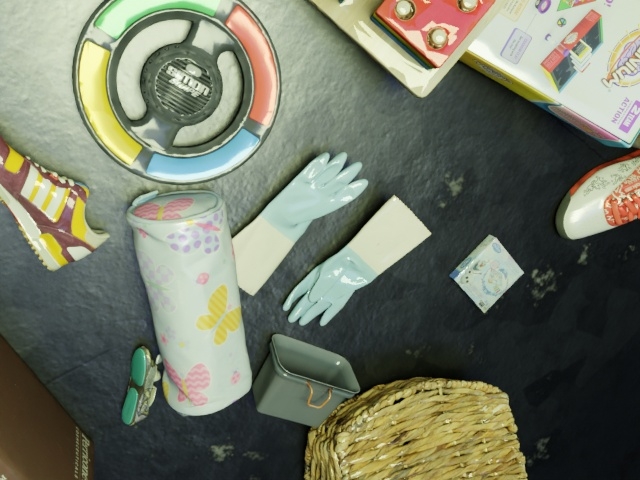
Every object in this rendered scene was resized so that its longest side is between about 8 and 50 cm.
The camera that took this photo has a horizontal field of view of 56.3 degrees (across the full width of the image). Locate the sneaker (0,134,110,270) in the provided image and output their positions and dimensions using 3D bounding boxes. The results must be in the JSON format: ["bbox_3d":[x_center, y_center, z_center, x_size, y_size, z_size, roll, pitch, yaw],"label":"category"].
[{"bbox_3d":[-0.305,-0.060,0.654,0.084,0.070,0.185,-30,123,-17],"label":"sneaker"}]

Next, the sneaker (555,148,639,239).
[{"bbox_3d":[0.500,-0.073,0.897,0.270,0.145,0.090,-31,117,-7],"label":"sneaker"}]

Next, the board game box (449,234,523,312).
[{"bbox_3d":[0.257,0.052,0.925,0.090,0.020,0.090,-45,118,1],"label":"board game box"}]

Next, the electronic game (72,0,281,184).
[{"bbox_3d":[-0.155,-0.174,0.671,0.230,0.048,0.229,-7,111,-18],"label":"electronic game"}]

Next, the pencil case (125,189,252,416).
[{"bbox_3d":[-0.156,0.075,0.728,0.114,0.124,0.272,-25,121,-41],"label":"pencil case"}]

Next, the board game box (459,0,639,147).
[{"bbox_3d":[0.295,-0.292,0.721,0.317,0.064,0.242,29,99,-6],"label":"board game box"}]

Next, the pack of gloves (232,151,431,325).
[{"bbox_3d":[0.000,0.000,0.807,0.232,0.046,0.195,-43,118,11],"label":"pack of gloves"}]

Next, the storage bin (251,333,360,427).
[{"bbox_3d":[-0.026,0.209,0.844,0.135,0.098,0.091,23,111,-26],"label":"storage bin"}]

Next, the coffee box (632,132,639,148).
[{"bbox_3d":[0.492,-0.175,0.799,0.141,0.246,0.098,26,99,-27],"label":"coffee box"}]

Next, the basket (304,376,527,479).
[{"bbox_3d":[0.126,0.325,0.931,0.300,0.223,0.213,-9,80,-20],"label":"basket"}]

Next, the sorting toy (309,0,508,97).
[{"bbox_3d":[0.104,-0.332,0.630,0.255,0.089,0.257,39,99,-9],"label":"sorting toy"}]

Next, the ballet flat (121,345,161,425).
[{"bbox_3d":[-0.233,0.188,0.789,0.041,0.041,0.114,10,106,-23],"label":"ballet flat"}]

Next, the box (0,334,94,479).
[{"bbox_3d":[-0.402,0.186,0.635,0.143,0.191,0.381,-28,117,-8],"label":"box"}]
